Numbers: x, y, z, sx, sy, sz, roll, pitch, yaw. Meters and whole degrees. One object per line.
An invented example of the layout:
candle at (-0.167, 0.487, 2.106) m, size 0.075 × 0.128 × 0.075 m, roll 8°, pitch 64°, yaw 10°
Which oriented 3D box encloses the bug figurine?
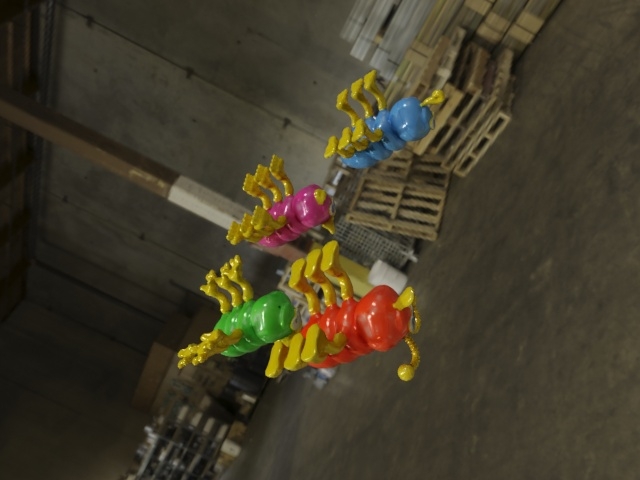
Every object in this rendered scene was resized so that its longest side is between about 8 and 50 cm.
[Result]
bug figurine at (0.000, 0.000, 0.476) m, size 0.216 × 0.072 × 0.279 m, roll -24°, pitch 38°, yaw 38°
